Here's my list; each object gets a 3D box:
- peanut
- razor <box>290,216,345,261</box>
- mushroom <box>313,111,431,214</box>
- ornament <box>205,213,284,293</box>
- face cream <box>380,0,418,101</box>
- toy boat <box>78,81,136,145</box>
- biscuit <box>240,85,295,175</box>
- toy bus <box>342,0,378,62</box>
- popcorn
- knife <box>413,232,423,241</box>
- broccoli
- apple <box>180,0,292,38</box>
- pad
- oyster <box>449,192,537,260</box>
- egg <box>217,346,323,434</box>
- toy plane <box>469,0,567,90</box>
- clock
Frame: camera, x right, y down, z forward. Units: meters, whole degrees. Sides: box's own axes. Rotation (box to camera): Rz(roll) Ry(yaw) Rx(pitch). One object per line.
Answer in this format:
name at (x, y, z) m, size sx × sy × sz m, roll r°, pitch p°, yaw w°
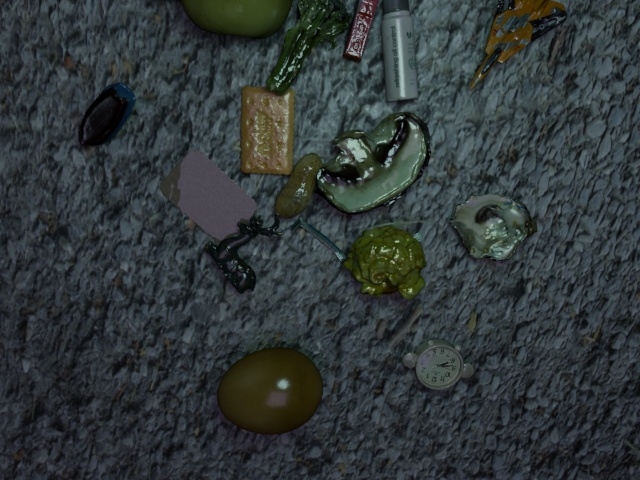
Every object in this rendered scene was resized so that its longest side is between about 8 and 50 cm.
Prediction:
peanut at (-0.059, -0.155, 1.435) m, size 0.100 × 0.099 × 0.214 m, roll 28°, pitch 95°, yaw -6°
razor at (0.001, -0.003, 1.492) m, size 0.191 × 0.037 × 0.068 m, roll 35°, pitch 142°, yaw -11°
mushroom at (0.144, -0.219, 1.396) m, size 0.247 × 0.130 × 0.344 m, roll 44°, pitch 95°, yaw -11°
ornament at (-0.196, 0.028, 1.475) m, size 0.236 × 0.080 × 0.202 m, roll -36°, pitch 99°, yaw 7°
face cream at (0.213, -0.542, 1.348) m, size 0.092 × 0.092 × 0.311 m, roll -6°, pitch 102°, yaw 1°
toy boat at (-0.600, -0.347, 1.385) m, size 0.100 × 0.097 × 0.223 m, roll 44°, pitch 115°, yaw -12°
biscuit at (-0.153, -0.314, 1.424) m, size 0.160 × 0.030 × 0.249 m, roll 3°, pitch 102°, yaw -1°
toy bus at (0.113, -0.589, 1.342) m, size 0.065 × 0.077 × 0.192 m, roll 15°, pitch 103°, yaw -7°
popcorn at (0.189, 0.072, 1.435) m, size 0.235 × 0.181 × 0.216 m, roll -23°, pitch 106°, yaw 18°
knife at (0.266, 0.007, 1.509) m, size 0.096 × 0.010 × 0.027 m, roll -28°, pitch 102°, yaw 8°
broccoli at (-0.047, -0.524, 1.313) m, size 0.165 × 0.145 × 0.304 m, roll 32°, pitch 98°, yaw -11°
apple at (-0.208, -0.646, 1.235) m, size 0.292 × 0.292 × 0.254 m, roll 9°, pitch 122°, yaw -2°
pad at (-0.334, -0.128, 1.479) m, size 0.266 × 0.002 × 0.176 m, roll 43°, pitch 99°, yaw -9°
oyster at (0.506, -0.049, 1.463) m, size 0.214 × 0.083 × 0.223 m, roll -41°, pitch 94°, yaw 5°
egg at (-0.152, 0.451, 1.481) m, size 0.323 × 0.250 × 0.250 m, roll -13°, pitch 102°, yaw 8°
toy plane at (0.503, -0.546, 1.349) m, size 0.204 × 0.103 × 0.316 m, roll 34°, pitch 107°, yaw -5°
clock at (0.372, 0.389, 1.569) m, size 0.229 × 0.063 × 0.155 m, roll 10°, pitch 99°, yaw -5°
